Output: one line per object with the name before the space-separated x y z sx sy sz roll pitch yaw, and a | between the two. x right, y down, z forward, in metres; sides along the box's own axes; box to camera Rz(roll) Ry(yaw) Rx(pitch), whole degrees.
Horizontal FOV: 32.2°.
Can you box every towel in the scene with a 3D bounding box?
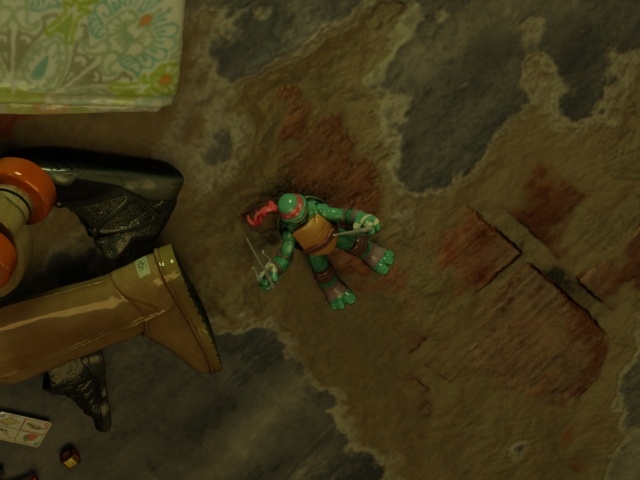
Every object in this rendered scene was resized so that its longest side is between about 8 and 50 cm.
towel | -0.303 -0.307 1.191 0.320 0.090 0.375 -5 122 -22

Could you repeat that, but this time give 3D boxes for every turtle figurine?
turtle figurine | 0.000 0.000 1.479 0.175 0.118 0.234 -29 143 16

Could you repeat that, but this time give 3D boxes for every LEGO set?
LEGO set | -0.463 0.317 1.534 0.244 0.060 0.182 19 115 -30

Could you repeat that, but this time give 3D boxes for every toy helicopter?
toy helicopter | -0.494 -0.047 1.251 0.355 0.140 0.235 34 134 -16

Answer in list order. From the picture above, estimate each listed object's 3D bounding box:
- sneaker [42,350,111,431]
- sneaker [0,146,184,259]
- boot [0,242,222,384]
sneaker | -0.337 0.193 1.510 0.089 0.051 0.170 -9 118 -16
sneaker | -0.288 -0.042 1.357 0.227 0.087 0.130 7 111 -31
boot | -0.283 0.125 1.434 0.269 0.089 0.236 -21 130 -2
